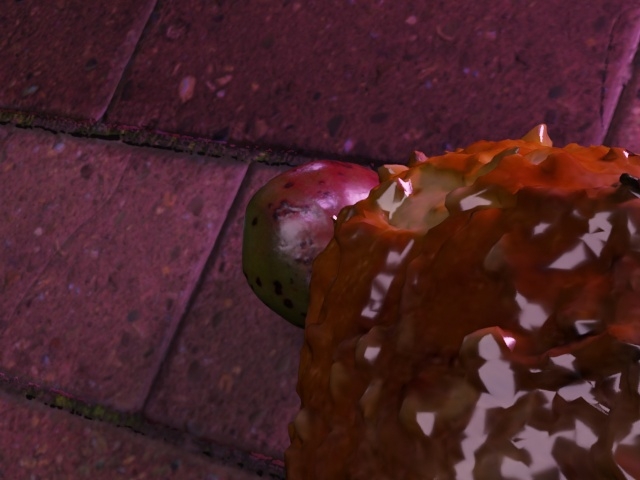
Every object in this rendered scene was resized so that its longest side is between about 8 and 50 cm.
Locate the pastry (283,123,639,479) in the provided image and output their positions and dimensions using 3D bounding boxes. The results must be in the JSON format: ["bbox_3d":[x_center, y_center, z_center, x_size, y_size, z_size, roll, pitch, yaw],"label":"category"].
[{"bbox_3d":[0.161,0.112,0.694,0.337,0.292,0.405,-24,51,33],"label":"pastry"}]

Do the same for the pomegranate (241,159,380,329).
[{"bbox_3d":[0.008,0.000,0.982,0.129,0.129,0.159,-33,8,13],"label":"pomegranate"}]
